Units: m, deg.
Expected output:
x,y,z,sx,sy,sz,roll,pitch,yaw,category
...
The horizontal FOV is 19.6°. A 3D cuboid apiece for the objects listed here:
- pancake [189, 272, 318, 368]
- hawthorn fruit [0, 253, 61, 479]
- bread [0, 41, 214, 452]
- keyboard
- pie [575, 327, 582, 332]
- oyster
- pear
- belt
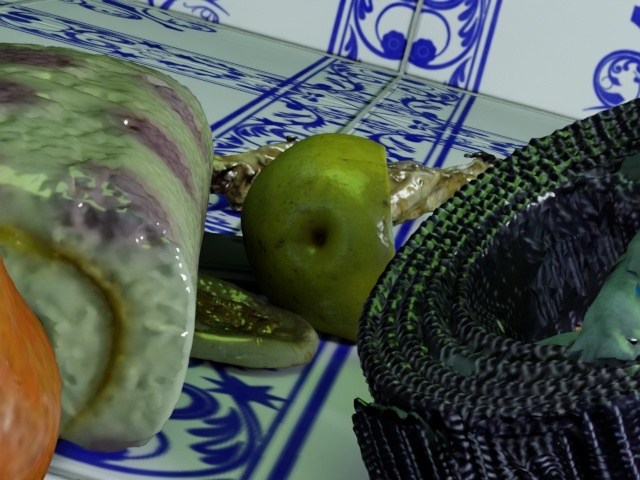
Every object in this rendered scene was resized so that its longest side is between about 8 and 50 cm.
x,y,z,sx,sy,sz,roll,pitch,yaw,category
-0.064,0.049,1.134,0.139,0.022,0.139,14,13,-3,pancake
-0.198,0.064,0.599,0.196,0.197,0.225,17,37,10,hawthorn fruit
-0.150,-0.014,0.972,0.187,0.155,0.338,5,14,-2,bread
-0.130,0.007,1.246,0.230,0.025,0.093,7,15,-30,keyboard
0.186,0.096,1.115,0.273,0.069,0.273,16,8,-2,pie
0.023,-0.042,1.571,0.345,0.079,0.128,1,-3,-42,oyster
0.000,0.000,1.210,0.104,0.141,0.141,-6,10,6,pear
0.161,0.031,0.937,0.260,0.122,0.325,-4,28,36,belt
